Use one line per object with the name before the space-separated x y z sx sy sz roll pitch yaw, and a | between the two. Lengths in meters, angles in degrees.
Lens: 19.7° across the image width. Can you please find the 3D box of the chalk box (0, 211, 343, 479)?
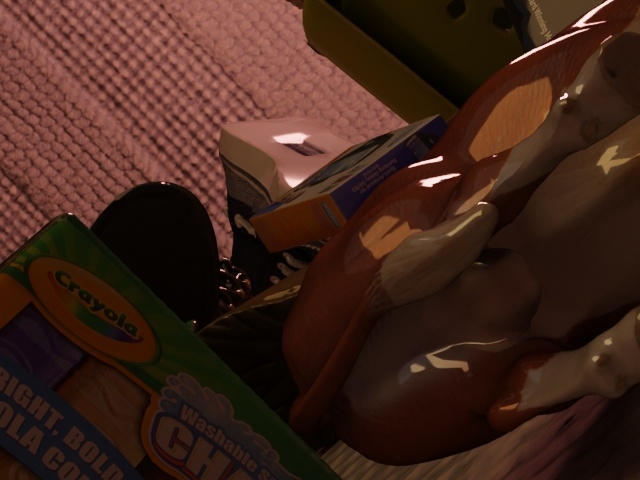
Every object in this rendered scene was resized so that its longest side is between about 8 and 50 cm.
chalk box | -0.116 0.129 0.710 0.180 0.179 0.289 -44 2 32

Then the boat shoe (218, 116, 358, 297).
boat shoe | 0.000 0.000 1.621 0.127 0.158 0.340 -6 18 -16

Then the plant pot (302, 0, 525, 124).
plant pot | 0.125 -0.184 1.329 0.207 0.227 0.228 -51 2 19

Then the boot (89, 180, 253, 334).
boot | -0.089 0.060 1.177 0.229 0.091 0.263 -60 -23 -68

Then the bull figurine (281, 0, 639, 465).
bull figurine | 0.114 -0.041 0.613 0.310 0.101 0.188 -46 5 -26

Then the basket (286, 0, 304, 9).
basket | -0.015 -0.260 1.327 0.167 0.103 0.113 -58 -1 1

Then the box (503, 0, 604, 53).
box | 0.179 -0.219 0.897 0.242 0.076 0.307 -43 39 26

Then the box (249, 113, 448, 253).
box | 0.020 -0.031 1.007 0.081 0.028 0.136 -36 6 -22

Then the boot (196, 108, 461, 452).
boot | 0.038 0.014 1.078 0.236 0.089 0.269 -30 10 22
